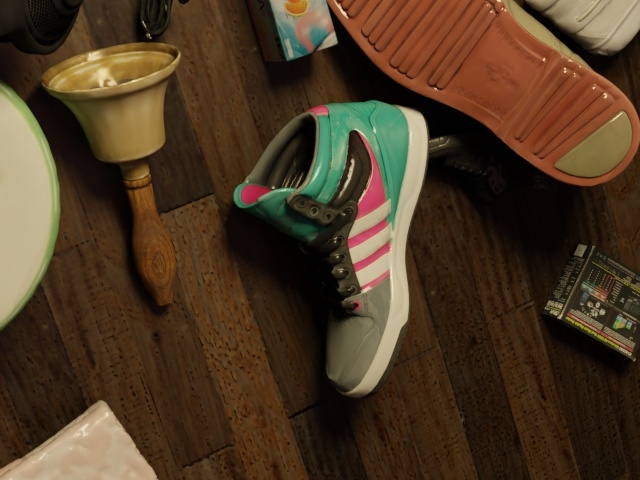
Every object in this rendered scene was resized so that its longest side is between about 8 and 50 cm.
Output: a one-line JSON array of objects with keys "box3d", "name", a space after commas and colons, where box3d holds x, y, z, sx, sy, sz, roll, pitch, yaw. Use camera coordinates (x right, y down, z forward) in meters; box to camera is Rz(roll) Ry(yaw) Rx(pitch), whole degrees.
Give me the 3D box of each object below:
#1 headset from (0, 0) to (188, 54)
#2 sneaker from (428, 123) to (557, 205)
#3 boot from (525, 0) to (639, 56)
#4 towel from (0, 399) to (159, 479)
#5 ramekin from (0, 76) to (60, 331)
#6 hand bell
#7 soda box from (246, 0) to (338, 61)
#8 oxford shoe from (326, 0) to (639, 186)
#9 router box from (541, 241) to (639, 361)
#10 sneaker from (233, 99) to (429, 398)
[{"box3d": [-0.274, -0.214, 1.068, 0.394, 0.243, 0.185, -25, 131, -39], "name": "headset"}, {"box3d": [0.168, -0.076, 1.373, 0.170, 0.051, 0.089, -15, 99, -26], "name": "sneaker"}, {"box3d": [0.324, -0.328, 1.370, 0.123, 0.095, 0.258, 28, 98, -23], "name": "boot"}, {"box3d": [-0.251, 0.364, 1.242, 0.317, 0.053, 0.331, -36, 111, -17], "name": "towel"}, {"box3d": [-0.362, -0.033, 1.079, 0.303, 0.148, 0.303, -4, 99, -24], "name": "ramekin"}, {"box3d": [-0.168, -0.048, 1.207, 0.126, 0.126, 0.242, -20, 117, -21], "name": "hand bell"}, {"box3d": [-0.043, -0.265, 1.242, 0.058, 0.063, 0.183, -23, 106, -20], "name": "soda box"}, {"box3d": [0.141, -0.202, 1.314, 0.397, 0.146, 0.140, 41, 103, -8], "name": "oxford shoe"}, {"box3d": [0.320, 0.069, 1.472, 0.122, 0.038, 0.092, 29, 84, -25], "name": "router box"}, {"box3d": [0.000, 0.000, 1.264, 0.178, 0.124, 0.295, 10, 85, -31], "name": "sneaker"}]
